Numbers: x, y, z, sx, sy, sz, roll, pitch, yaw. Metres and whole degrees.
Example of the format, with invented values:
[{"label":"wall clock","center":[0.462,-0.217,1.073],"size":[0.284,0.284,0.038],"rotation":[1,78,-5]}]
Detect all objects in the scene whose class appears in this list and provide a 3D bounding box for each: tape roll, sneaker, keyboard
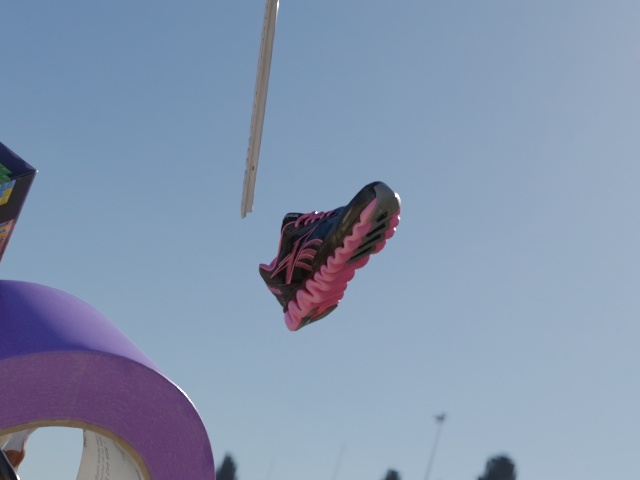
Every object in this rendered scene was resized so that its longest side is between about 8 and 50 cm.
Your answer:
[{"label":"tape roll","center":[-0.199,0.163,0.790],"size":[0.090,0.275,0.275],"rotation":[35,-1,43]},{"label":"sneaker","center":[0.000,0.000,0.785],"size":[0.047,0.057,0.119],"rotation":[-17,-26,-45]},{"label":"keyboard","center":[-0.066,-0.153,1.443],"size":[0.014,0.256,0.072],"rotation":[7,7,-11]}]

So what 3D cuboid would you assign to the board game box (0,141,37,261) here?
[{"label":"board game box","center":[-0.267,-0.029,0.829],"size":[0.170,0.141,0.048],"rotation":[37,28,15]}]

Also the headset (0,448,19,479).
[{"label":"headset","center":[-0.304,0.150,0.500],"size":[0.394,0.185,0.243],"rotation":[-20,-11,-16]}]

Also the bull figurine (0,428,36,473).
[{"label":"bull figurine","center":[-0.296,0.202,1.100],"size":[0.101,0.188,0.310],"rotation":[36,-21,-20]}]
